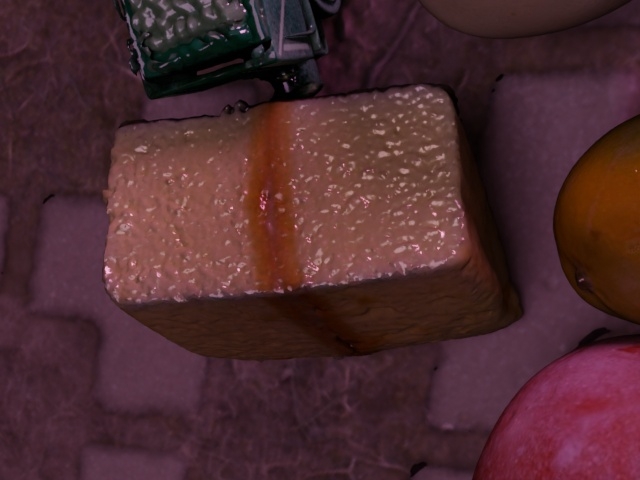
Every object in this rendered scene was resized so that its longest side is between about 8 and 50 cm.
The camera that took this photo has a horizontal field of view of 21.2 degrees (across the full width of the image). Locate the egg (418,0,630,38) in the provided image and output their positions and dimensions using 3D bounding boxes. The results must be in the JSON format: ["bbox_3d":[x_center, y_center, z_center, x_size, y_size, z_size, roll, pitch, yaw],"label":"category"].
[{"bbox_3d":[0.139,-0.223,0.964,0.188,0.188,0.253,45,124,14],"label":"egg"}]

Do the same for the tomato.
[{"bbox_3d":[0.207,0.190,0.965,0.270,0.227,0.270,15,130,18],"label":"tomato"}]

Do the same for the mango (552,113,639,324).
[{"bbox_3d":[0.257,-0.019,0.968,0.251,0.156,0.114,-3,122,16],"label":"mango"}]

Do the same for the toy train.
[{"bbox_3d":[-0.072,-0.211,1.096,0.115,0.154,0.269,-13,93,31],"label":"toy train"}]

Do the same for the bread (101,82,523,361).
[{"bbox_3d":[0.000,0.000,1.117,0.240,0.178,0.135,-7,68,19],"label":"bread"}]
